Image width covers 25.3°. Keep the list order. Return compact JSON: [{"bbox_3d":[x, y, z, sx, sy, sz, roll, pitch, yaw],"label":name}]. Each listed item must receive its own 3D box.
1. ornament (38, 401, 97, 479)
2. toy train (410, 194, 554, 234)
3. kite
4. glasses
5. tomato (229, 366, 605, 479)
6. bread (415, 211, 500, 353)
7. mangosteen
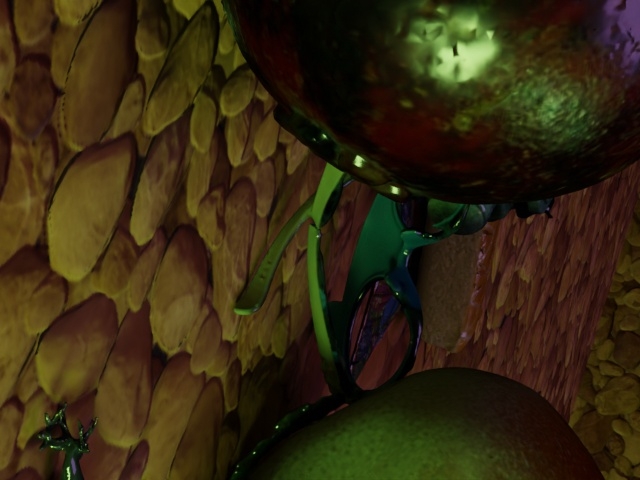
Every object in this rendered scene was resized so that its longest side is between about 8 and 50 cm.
[{"bbox_3d":[-0.141,0.143,0.748,0.073,0.028,0.125,-44,146,-60],"label":"ornament"},{"bbox_3d":[0.162,-0.187,1.248,0.237,0.150,0.369,74,32,-47],"label":"toy train"},{"bbox_3d":[0.063,0.043,1.317,0.183,0.014,0.241,53,54,-67],"label":"kite"},{"bbox_3d":[0.033,0.014,1.033,0.207,0.102,0.239,-10,121,-69],"label":"glasses"},{"bbox_3d":[0.064,0.235,1.022,0.239,0.303,0.303,50,52,-39],"label":"tomato"},{"bbox_3d":[0.139,0.000,1.406,0.125,0.068,0.188,-54,153,-68],"label":"bread"},{"bbox_3d":[0.095,-0.163,0.785,0.311,0.311,0.311,14,90,-72],"label":"mangosteen"}]
